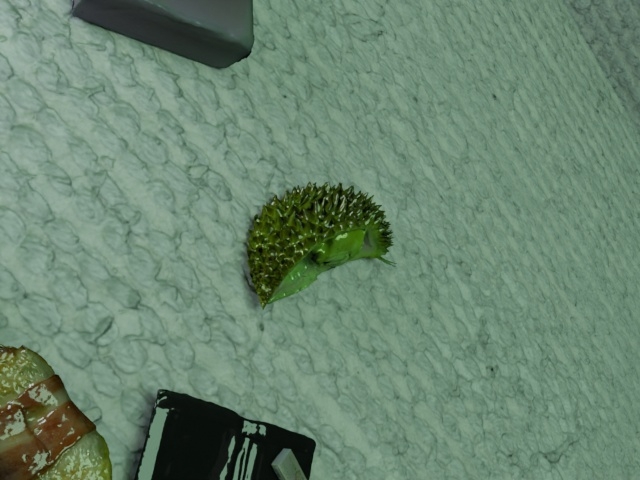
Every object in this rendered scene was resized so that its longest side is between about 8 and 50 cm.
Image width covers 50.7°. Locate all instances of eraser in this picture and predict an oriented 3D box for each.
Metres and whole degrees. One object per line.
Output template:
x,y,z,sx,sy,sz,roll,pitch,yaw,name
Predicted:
-0.044,0.367,1.045,0.038,0.019,0.083,-45,116,-47,eraser

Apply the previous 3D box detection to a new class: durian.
0.004,-0.009,1.208,0.355,0.157,0.169,-16,124,-43,durian

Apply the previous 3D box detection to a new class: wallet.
-0.134,0.373,0.986,0.323,0.041,0.247,31,58,-40,wallet

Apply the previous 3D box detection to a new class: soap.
-0.241,-0.461,1.092,0.285,0.107,0.296,12,70,-39,soap

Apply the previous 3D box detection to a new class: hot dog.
-0.344,0.229,0.807,0.123,0.093,0.261,-31,84,-34,hot dog
